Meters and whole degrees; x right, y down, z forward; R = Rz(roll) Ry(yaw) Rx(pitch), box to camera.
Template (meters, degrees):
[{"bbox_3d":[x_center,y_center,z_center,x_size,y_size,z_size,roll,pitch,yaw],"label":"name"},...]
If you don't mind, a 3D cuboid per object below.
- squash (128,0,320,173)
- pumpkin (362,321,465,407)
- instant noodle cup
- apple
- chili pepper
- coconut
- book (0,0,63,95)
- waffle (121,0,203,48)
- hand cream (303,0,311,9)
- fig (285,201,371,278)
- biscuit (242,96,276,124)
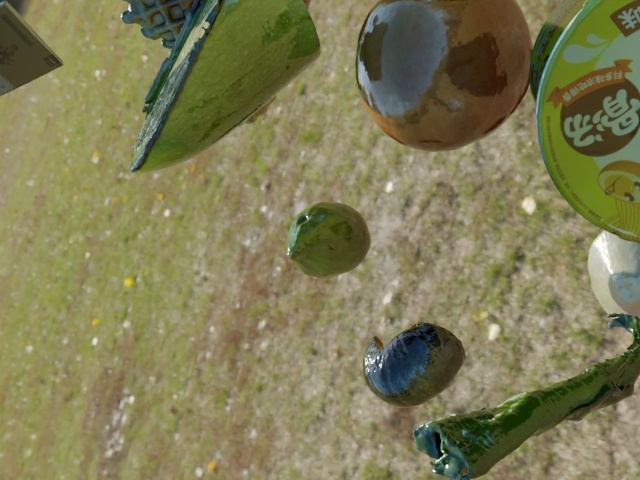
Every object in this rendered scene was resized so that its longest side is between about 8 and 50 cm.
[{"bbox_3d":[-0.177,-0.244,1.197,0.309,0.210,0.233,-35,21,-7],"label":"squash"},{"bbox_3d":[0.138,0.211,1.392,0.183,0.119,0.107,-30,15,44],"label":"pumpkin"},{"bbox_3d":[0.369,-0.177,0.963,0.221,0.311,0.311,-88,24,-67],"label":"instant noodle cup"},{"bbox_3d":[0.170,-0.253,1.192,0.253,0.254,0.253,-45,36,46],"label":"apple"},{"bbox_3d":[0.254,0.174,0.956,0.085,0.359,0.076,29,127,44],"label":"chili pepper"},{"bbox_3d":[0.605,0.057,1.605,0.197,0.237,0.236,-29,47,42],"label":"coconut"},{"bbox_3d":[-0.529,-0.286,1.358,0.199,0.138,0.016,-21,50,16],"label":"book"},{"bbox_3d":[-0.277,-0.539,1.847,0.056,0.309,0.291,-68,3,-60],"label":"waffle"},{"bbox_3d":[-0.103,-0.490,1.626,0.193,0.193,0.125,-117,41,-58],"label":"hand cream"},{"bbox_3d":[-0.002,-0.006,1.789,0.167,0.234,0.167,-17,66,43],"label":"fig"},{"bbox_3d":[-0.139,-0.317,1.642,0.061,0.118,0.183,-143,38,-83],"label":"biscuit"}]
